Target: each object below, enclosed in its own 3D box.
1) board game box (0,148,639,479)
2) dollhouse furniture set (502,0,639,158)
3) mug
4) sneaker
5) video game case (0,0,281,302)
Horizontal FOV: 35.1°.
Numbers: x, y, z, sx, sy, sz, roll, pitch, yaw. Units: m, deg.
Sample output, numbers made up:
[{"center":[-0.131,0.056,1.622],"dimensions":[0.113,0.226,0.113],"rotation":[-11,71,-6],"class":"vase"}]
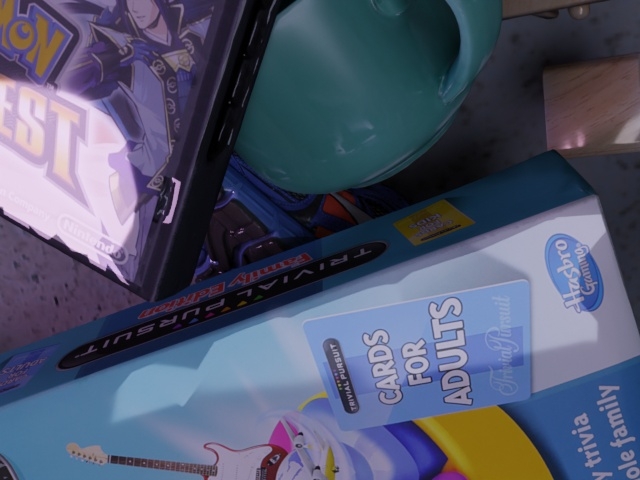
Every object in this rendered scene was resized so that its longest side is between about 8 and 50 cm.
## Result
[{"center":[-0.006,0.139,0.473],"dimensions":[0.336,0.079,0.253],"rotation":[-20,107,6],"class":"board game box"},{"center":[0.200,0.015,0.369],"dimensions":[0.303,0.174,0.355],"rotation":[-3,92,32],"class":"dollhouse furniture set"},{"center":[0.011,-0.078,0.452],"dimensions":[0.129,0.157,0.097],"rotation":[-37,115,7],"class":"mug"},{"center":[0.000,0.000,0.537],"dimensions":[0.221,0.087,0.083],"rotation":[35,141,-7],"class":"sneaker"},{"center":[-0.137,-0.144,0.409],"dimensions":[0.275,0.035,0.248],"rotation":[28,114,18],"class":"video game case"}]
